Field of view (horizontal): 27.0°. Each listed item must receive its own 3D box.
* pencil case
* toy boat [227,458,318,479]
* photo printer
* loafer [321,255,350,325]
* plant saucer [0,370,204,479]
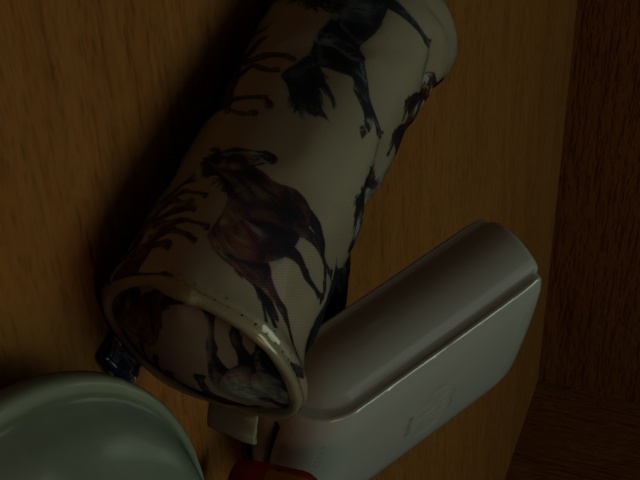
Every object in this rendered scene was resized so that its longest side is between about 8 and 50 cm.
[{"bbox_3d":[-0.019,-0.056,1.033,0.183,0.160,0.410,97,15,-53],"label":"pencil case"},{"bbox_3d":[-0.018,0.341,1.246,0.267,0.148,0.318,-54,153,-52],"label":"toy boat"},{"bbox_3d":[0.065,0.138,1.330,0.307,0.107,0.256,-33,156,-21],"label":"photo printer"},{"bbox_3d":[0.000,0.000,1.277,0.078,0.076,0.223,-49,145,-41],"label":"loafer"},{"bbox_3d":[-0.154,0.283,0.807,0.400,0.101,0.400,-30,126,-55],"label":"plant saucer"}]
